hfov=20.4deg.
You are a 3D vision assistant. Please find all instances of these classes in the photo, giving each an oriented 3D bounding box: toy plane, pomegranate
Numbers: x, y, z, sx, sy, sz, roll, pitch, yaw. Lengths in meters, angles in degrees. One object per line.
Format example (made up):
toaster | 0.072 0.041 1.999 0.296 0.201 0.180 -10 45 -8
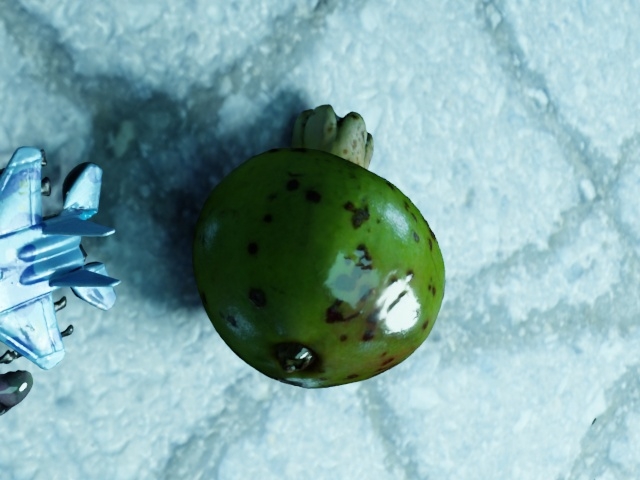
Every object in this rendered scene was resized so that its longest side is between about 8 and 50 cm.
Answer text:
toy plane | -0.251 0.027 1.251 0.246 0.078 0.169 -16 112 -30
pomegranate | 0.000 0.000 1.398 0.202 0.202 0.248 48 42 -38

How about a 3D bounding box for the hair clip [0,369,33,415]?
hair clip | -0.295 0.167 1.273 0.146 0.056 0.187 22 78 -41
